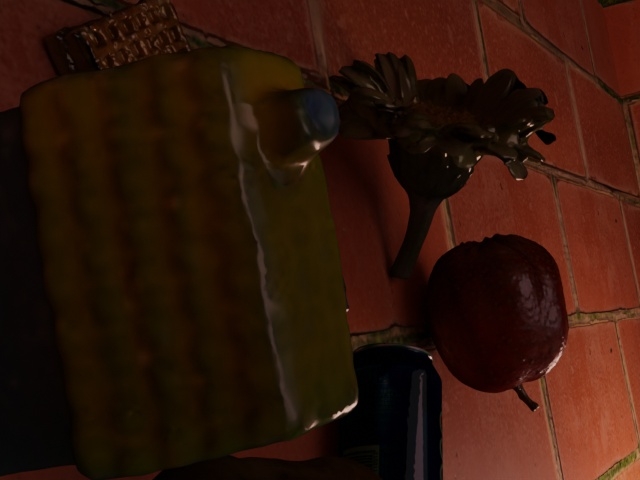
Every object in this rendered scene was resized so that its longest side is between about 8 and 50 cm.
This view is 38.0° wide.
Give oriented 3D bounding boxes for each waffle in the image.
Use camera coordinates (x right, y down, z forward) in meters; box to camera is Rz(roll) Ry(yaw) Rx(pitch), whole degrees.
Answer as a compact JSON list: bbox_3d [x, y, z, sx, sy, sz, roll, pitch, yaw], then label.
[{"bbox_3d":[-0.166,-0.154,0.818,0.148,0.042,0.103,-47,118,-56],"label":"waffle"}]

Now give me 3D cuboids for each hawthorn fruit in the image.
[{"bbox_3d":[0.247,0.120,1.283,0.205,0.205,0.253,-17,94,-61],"label":"hawthorn fruit"}]

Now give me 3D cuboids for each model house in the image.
[{"bbox_3d":[-0.114,0.015,0.599,0.215,0.303,0.237,-7,86,-54],"label":"model house"}]

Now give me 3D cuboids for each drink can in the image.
[{"bbox_3d":[0.077,0.222,1.020,0.118,0.118,0.205,38,48,-49],"label":"drink can"}]

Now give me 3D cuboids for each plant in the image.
[{"bbox_3d":[0.170,-0.115,1.174,0.306,0.261,0.297,-34,107,-70],"label":"plant"}]

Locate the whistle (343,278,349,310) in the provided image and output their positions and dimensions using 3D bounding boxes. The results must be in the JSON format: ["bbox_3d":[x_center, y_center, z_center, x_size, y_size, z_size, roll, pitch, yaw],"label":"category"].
[{"bbox_3d":[0.000,0.000,1.060,0.033,0.033,0.177,-14,92,-61],"label":"whistle"}]

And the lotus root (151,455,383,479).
[{"bbox_3d":[-0.051,0.304,0.664,0.316,0.316,0.250,53,19,-37],"label":"lotus root"}]
